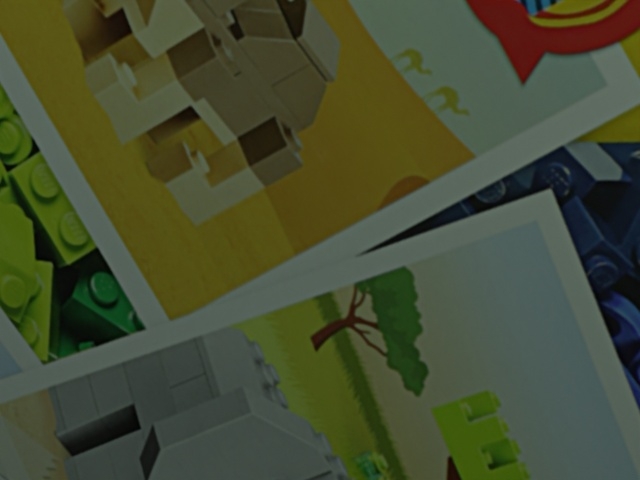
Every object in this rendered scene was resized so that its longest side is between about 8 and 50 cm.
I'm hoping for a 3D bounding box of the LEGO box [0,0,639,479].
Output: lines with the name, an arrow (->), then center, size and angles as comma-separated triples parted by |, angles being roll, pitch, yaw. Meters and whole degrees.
LEGO box -> -0.031, 0.001, 0.489 | 0.500, 0.372, 0.193 | 60, 25, -4
